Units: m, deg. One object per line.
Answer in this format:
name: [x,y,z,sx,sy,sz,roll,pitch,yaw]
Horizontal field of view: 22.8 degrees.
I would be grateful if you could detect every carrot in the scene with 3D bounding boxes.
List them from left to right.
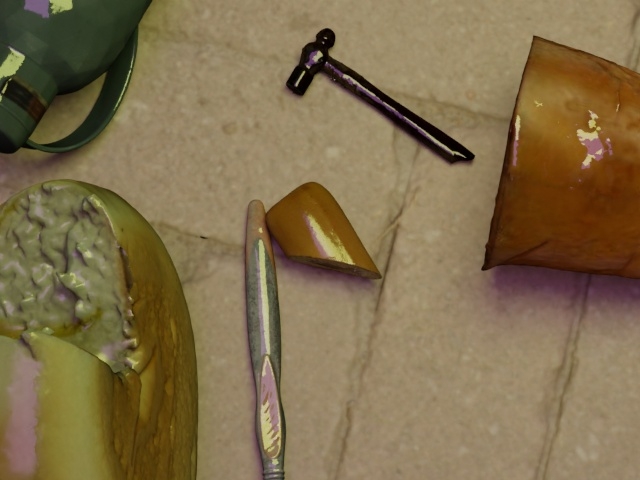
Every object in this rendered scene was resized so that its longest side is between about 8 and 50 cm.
carrot: [0.270,-0.047,1.275,0.254,0.196,0.196,11,79,4]

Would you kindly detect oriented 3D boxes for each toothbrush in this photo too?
toothbrush: [-0.042,0.147,1.325,0.028,0.037,0.375,-4,76,-2]

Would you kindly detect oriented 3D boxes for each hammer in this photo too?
hammer: [0.055,-0.114,1.381,0.178,0.021,0.065,35,82,5]

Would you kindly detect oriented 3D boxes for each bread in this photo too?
bread: [-0.197,0.128,1.204,0.160,0.333,0.333,-6,78,15]
bread: [0.000,0.001,1.339,0.062,0.049,0.103,-28,76,-16]

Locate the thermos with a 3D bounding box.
thermos: [-0.213,-0.199,1.336,0.145,0.182,0.286,13,68,38]
